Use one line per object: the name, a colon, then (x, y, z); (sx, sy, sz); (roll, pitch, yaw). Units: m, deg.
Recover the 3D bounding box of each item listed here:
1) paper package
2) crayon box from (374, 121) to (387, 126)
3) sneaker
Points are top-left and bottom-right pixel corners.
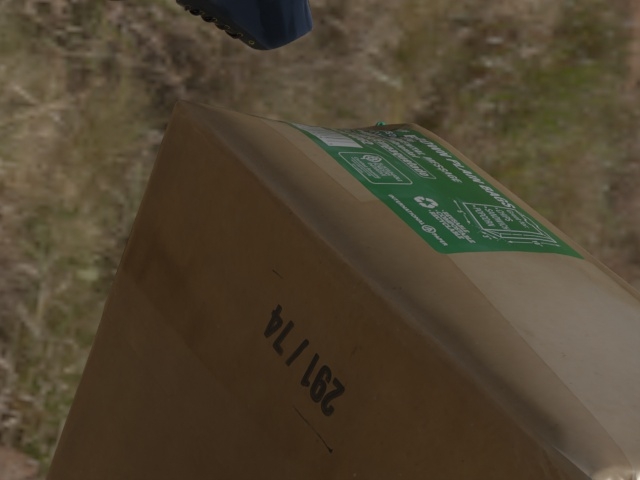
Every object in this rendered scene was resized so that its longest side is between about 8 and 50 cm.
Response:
paper package: (0.029, 0.134, 0.764); (0.168, 0.325, 0.309); (4, 117, -39)
crayon box: (0.112, 0.023, 1.588); (0.278, 0.165, 0.081); (34, 44, -16)
sneaker: (-0.116, -0.240, 1.599); (0.083, 0.222, 0.118); (-98, 179, -58)
